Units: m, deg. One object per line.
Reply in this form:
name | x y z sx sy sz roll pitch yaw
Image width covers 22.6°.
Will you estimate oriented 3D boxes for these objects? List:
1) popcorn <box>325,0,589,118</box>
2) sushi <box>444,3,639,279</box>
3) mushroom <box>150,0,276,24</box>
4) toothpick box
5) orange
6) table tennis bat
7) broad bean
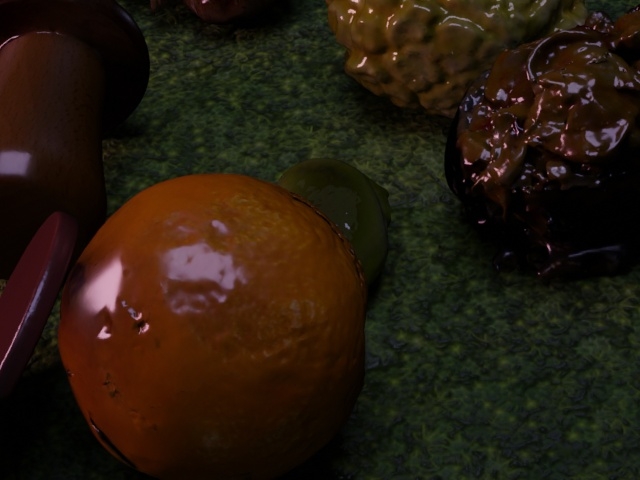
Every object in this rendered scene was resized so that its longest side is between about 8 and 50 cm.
popcorn | 0.154 -0.224 1.598 0.286 0.174 0.225 -9 55 -18
sushi | 0.218 -0.093 1.408 0.213 0.204 0.200 -19 47 -6
mushroom | -0.105 -0.281 1.757 0.170 0.080 0.135 -15 27 0
toothpick box | -0.266 -0.111 1.510 0.192 0.192 0.294 -2 48 5
orange | -0.080 0.069 1.231 0.246 0.246 0.246 -4 41 3
table tennis bat | -0.266 0.113 1.272 0.038 0.200 0.310 26 65 -15
broad bean | 0.000 0.000 1.431 0.124 0.082 0.174 3 52 11
